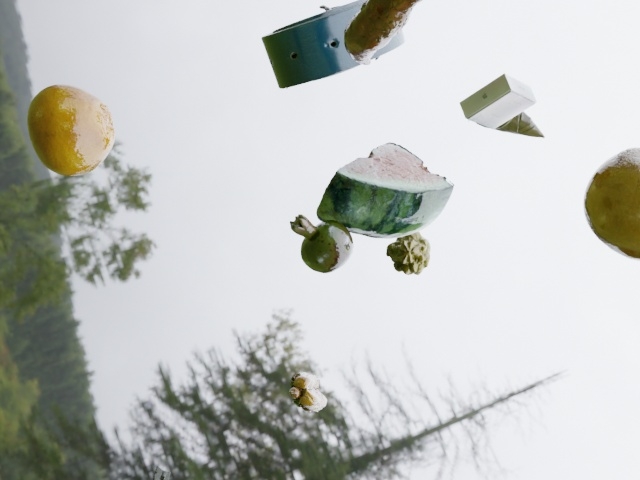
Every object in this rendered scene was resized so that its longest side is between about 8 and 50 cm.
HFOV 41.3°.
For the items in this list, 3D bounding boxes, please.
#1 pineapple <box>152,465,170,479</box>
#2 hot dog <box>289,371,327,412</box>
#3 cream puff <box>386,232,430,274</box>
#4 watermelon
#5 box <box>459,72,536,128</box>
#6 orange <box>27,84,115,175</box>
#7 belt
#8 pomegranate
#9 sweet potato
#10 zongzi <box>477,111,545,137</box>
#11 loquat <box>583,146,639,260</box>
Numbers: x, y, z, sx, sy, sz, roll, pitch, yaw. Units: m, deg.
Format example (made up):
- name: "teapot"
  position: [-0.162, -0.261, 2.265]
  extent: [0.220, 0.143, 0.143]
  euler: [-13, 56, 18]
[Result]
- name: "pineapple"
  position: [-0.347, 0.532, 1.537]
  extent: [0.277, 0.130, 0.119]
  euler: [-51, -147, 24]
- name: "hot dog"
  position: [-0.037, 0.414, 2.321]
  extent: [0.269, 0.072, 0.109]
  euler: [50, 15, -74]
- name: "cream puff"
  position: [0.253, 0.039, 2.513]
  extent: [0.146, 0.116, 0.146]
  euler: [11, -76, 48]
- name: "watermelon"
  position: [0.116, -0.119, 1.827]
  extent: [0.213, 0.261, 0.201]
  euler: [123, -32, -49]
- name: "box"
  position: [0.419, -0.324, 2.000]
  extent: [0.129, 0.130, 0.051]
  euler: [-32, -115, 33]
- name: "orange"
  position: [-0.421, -0.189, 1.448]
  extent: [0.159, 0.136, 0.159]
  euler: [165, -90, -90]
- name: "belt"
  position: [0.036, -0.527, 2.216]
  extent: [0.300, 0.436, 0.173]
  euler: [-4, -72, 39]
- name: "pomegranate"
  position: [0.000, 0.000, 1.726]
  extent: [0.142, 0.114, 0.114]
  euler: [41, -11, -18]
- name: "sweet potato"
  position: [0.114, -0.432, 1.675]
  extent: [0.354, 0.106, 0.095]
  euler: [140, -53, -65]
- name: "zongzi"
  position: [0.486, -0.308, 2.240]
  extent: [0.178, 0.081, 0.189]
  euler: [33, -6, -7]
- name: "loquat"
  position: [0.709, -0.084, 1.860]
  extent: [0.263, 0.263, 0.263]
  euler: [162, -90, -71]
